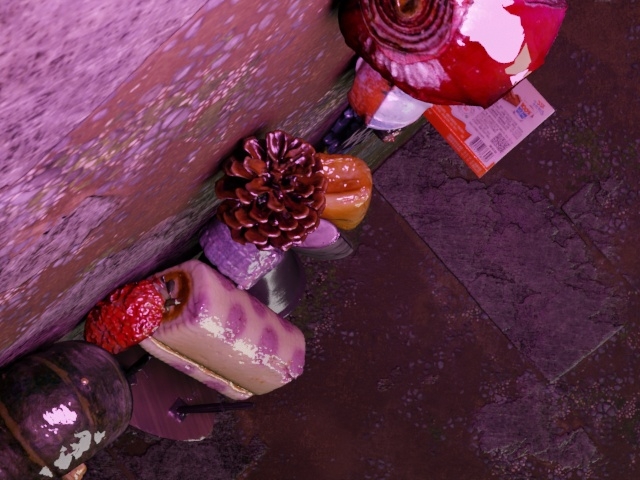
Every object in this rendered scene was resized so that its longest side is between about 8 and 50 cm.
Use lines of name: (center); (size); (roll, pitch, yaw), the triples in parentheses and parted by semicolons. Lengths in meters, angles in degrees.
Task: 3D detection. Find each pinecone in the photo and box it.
pinecone: (-0.065, -0.079, 1.330); (0.163, 0.163, 0.165); (-40, 165, -29)

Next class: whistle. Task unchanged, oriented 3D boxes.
whistle: (0.106, -0.245, 1.492); (0.346, 0.133, 0.142); (-102, -160, -81)

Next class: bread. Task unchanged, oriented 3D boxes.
bread: (0.019, -0.096, 1.908); (0.294, 0.166, 0.132); (130, -32, -87)
bread: (-0.188, 0.169, 1.770); (0.187, 0.155, 0.338); (-21, 144, 25)

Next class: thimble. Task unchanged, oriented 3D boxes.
thimble: (-0.143, 0.010, 1.722); (0.098, 0.150, 0.150); (-41, 178, 9)

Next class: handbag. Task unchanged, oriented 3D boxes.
handbag: (0.092, -0.247, 1.865); (0.179, 0.062, 0.229); (-37, 176, -23)

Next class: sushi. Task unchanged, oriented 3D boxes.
sushi: (0.149, -0.227, 1.786); (0.231, 0.047, 0.219); (-40, 176, 26)

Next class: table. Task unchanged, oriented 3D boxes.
table: (-0.302, 0.262, 2.008); (0.317, 0.317, 0.249); (-39, -174, -39)

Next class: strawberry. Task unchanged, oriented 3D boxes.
strawberry: (-0.324, 0.120, 1.586); (0.192, 0.085, 0.140); (-16, -150, 40)

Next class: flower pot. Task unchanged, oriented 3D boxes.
flower pot: (-0.144, 0.043, 1.918); (0.235, 0.235, 0.148); (-40, 157, -26)

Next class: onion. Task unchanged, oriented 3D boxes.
onion: (0.143, -0.239, 1.038); (0.207, 0.206, 0.216); (-43, 176, 40)

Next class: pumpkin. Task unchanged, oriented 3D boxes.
pumpkin: (-0.433, 0.291, 1.480); (0.300, 0.207, 0.300); (-32, 178, -1)

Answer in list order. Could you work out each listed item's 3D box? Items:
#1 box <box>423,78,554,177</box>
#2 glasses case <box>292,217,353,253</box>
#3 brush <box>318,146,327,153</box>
box: (0.350, -0.315, 2.118); (0.265, 0.273, 0.048); (-39, 176, -28)
glasses case: (0.000, 0.000, 1.915); (0.114, 0.060, 0.299); (-1, 175, 7)
brush: (-0.024, -0.159, 2.144); (0.103, 0.013, 0.272); (-40, 177, -28)
